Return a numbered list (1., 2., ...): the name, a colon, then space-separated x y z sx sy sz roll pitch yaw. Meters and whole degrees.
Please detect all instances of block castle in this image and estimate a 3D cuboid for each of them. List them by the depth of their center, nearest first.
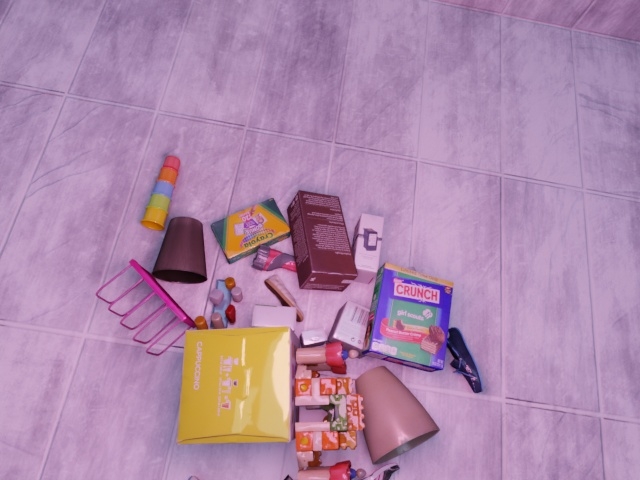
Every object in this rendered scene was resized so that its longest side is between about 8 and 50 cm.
1. block castle: 0.041 0.582 1.536 0.213 0.303 0.453 -4 66 5

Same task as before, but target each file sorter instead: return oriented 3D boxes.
1. file sorter: -0.624 0.250 1.651 0.182 0.202 0.291 -43 80 -16

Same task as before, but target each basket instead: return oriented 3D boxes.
1. basket: -0.527 0.035 1.770 0.204 0.154 0.226 10 64 -20

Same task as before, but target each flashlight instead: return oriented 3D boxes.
1. flashlight: -0.113 0.108 1.805 0.304 0.103 0.103 21 24 -9

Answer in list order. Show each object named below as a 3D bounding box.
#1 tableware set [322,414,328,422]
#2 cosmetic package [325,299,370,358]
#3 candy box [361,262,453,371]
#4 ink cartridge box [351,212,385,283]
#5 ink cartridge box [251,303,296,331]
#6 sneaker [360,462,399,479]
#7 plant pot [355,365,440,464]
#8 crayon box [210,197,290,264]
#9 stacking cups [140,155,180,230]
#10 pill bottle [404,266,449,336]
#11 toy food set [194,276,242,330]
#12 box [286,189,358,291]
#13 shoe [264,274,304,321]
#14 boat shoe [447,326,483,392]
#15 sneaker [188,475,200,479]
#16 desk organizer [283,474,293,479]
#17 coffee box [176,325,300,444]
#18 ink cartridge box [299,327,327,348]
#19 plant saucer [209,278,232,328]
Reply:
1. tableware set: 0.062 0.667 1.673 0.104 0.024 0.154 32 71 13
2. cosmetic package: 0.125 0.336 1.715 0.151 0.183 0.151 24 68 1
3. candy box: 0.309 0.269 1.611 0.268 0.122 0.317 16 67 -6
4. ink cartridge box: 0.181 0.033 1.840 0.100 0.172 0.237 11 69 -3
5. ink cartridge box: -0.171 0.305 1.680 0.153 0.208 0.086 5 66 -6
6. sneaker: 0.203 0.843 1.597 0.178 0.072 0.077 -31 65 -4
7. plant pot: 0.239 0.595 1.621 0.257 0.256 0.274 -19 57 -13
8. crayon box: -0.280 -0.039 1.860 0.278 0.081 0.165 -25 75 -15
9. stacking cups: -0.635 -0.198 1.876 0.096 0.096 0.316 13 66 -2
10. pill bottle: 0.364 0.261 1.781 0.169 0.169 0.301 -16 73 -12
11. toy food set: -0.367 0.260 1.731 0.111 0.104 0.232 17 50 14
12. box: 0.000 0.000 1.783 0.191 0.143 0.381 7 51 -25
13. shoe: -0.130 0.221 1.784 0.058 0.076 0.219 -34 73 -30
14. boat shoe: 0.538 0.468 1.775 0.089 0.109 0.258 -16 56 -5
15. sneaker: -0.348 0.861 1.523 0.228 0.087 0.092 46 64 3
16. desk organizer: -0.135 0.869 1.560 0.050 0.047 0.130 43 71 7
17. coffee box: -0.247 0.478 1.512 0.338 0.334 0.337 -2 70 2
18. ink cartridge box: -0.029 0.367 1.718 0.089 0.122 0.052 -10 72 -11
19. plant saucer: -0.380 0.245 1.777 0.067 0.018 0.192 6 70 -5
